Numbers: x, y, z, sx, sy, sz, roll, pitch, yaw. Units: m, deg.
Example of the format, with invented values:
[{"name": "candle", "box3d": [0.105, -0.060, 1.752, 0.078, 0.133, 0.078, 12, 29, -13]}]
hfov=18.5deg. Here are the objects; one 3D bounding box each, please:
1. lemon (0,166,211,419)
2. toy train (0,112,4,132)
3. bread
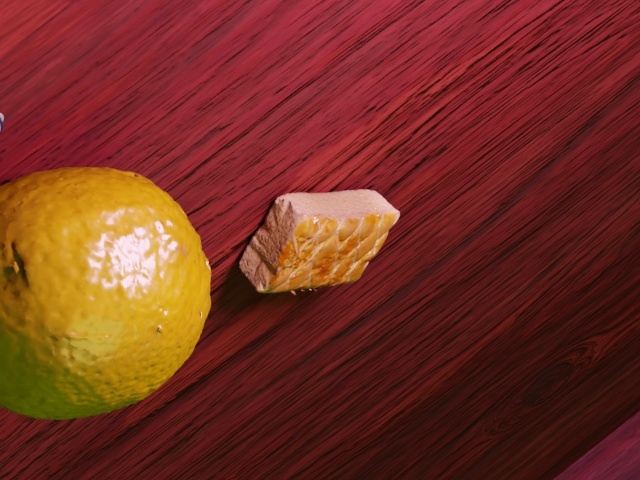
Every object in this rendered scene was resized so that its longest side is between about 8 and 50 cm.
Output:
[{"name": "lemon", "box3d": [-0.262, 0.056, 2.030, 0.321, 0.268, 0.268, -19, 144, -31]}, {"name": "toy train", "box3d": [-0.376, -0.121, 1.868, 0.043, 0.047, 0.207, -49, 149, 17]}, {"name": "bread", "box3d": [0.001, 0.000, 2.460, 0.188, 0.068, 0.125, -4, 134, -48]}]
